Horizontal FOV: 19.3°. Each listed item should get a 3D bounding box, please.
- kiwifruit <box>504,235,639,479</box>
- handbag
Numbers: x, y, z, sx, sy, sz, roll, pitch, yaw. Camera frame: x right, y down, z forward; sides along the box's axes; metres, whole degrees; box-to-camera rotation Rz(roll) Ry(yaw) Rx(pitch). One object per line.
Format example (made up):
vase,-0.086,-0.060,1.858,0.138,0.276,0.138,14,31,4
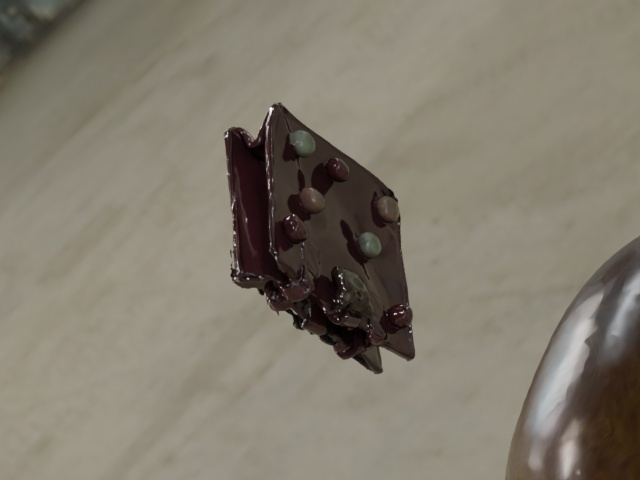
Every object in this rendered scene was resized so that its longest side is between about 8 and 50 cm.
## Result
kiwifruit,0.180,0.102,0.846,0.196,0.196,0.234,-28,24,47
handbag,0.002,-0.002,1.718,0.074,0.203,0.216,-32,42,25
